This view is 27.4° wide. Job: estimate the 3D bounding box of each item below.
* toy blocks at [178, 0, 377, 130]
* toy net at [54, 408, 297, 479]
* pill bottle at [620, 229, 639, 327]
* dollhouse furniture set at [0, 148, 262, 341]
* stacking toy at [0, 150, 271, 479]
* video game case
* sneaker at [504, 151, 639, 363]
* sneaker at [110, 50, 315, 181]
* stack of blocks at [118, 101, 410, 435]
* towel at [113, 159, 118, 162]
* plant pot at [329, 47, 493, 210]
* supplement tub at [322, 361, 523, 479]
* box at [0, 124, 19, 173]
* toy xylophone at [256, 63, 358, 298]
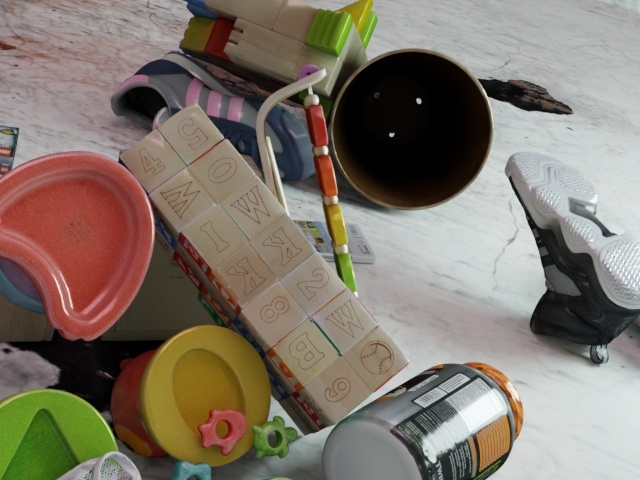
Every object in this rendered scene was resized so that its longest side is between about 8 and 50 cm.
[{"bbox_3d":[-0.078,-0.275,1.818,0.261,0.190,0.381,22,-1,7],"label":"toy blocks"},{"bbox_3d":[-0.112,0.197,1.063,0.232,0.122,0.045,7,-8,-31],"label":"toy net"},{"bbox_3d":[0.427,0.067,1.578,0.112,0.112,0.187,-6,33,-33],"label":"pill bottle"},{"bbox_3d":[-0.233,-0.055,1.415,0.287,0.198,0.303,1,28,-23],"label":"dollhouse furniture set"},{"bbox_3d":[-0.227,0.100,1.108,0.279,0.309,0.130,-36,13,-30],"label":"stacking toy"},{"bbox_3d":[0.000,0.000,1.623,0.122,0.011,0.087,4,29,-19],"label":"video game case"},{"bbox_3d":[0.280,0.022,1.542,0.101,0.153,0.268,-5,43,-31],"label":"sneaker"},{"bbox_3d":[-0.148,-0.146,1.764,0.319,0.112,0.131,29,47,34],"label":"sneaker"},{"bbox_3d":[-0.061,0.033,1.199,0.087,0.171,0.297,-38,87,-14],"label":"stack of blocks"},{"bbox_3d":[-0.268,-0.082,1.661,0.060,0.009,0.083,11,26,-2],"label":"towel"},{"bbox_3d":[0.117,-0.168,1.826,0.215,0.215,0.230,11,12,-4],"label":"plant pot"},{"bbox_3d":[0.100,0.183,1.194,0.117,0.117,0.190,29,30,28],"label":"supplement tub"},{"bbox_3d":[-0.449,-0.122,1.635,0.137,0.027,0.094,8,28,-12],"label":"box"},{"bbox_3d":[-0.008,-0.026,1.382,0.081,0.322,0.236,-12,13,-1],"label":"toy xylophone"}]
